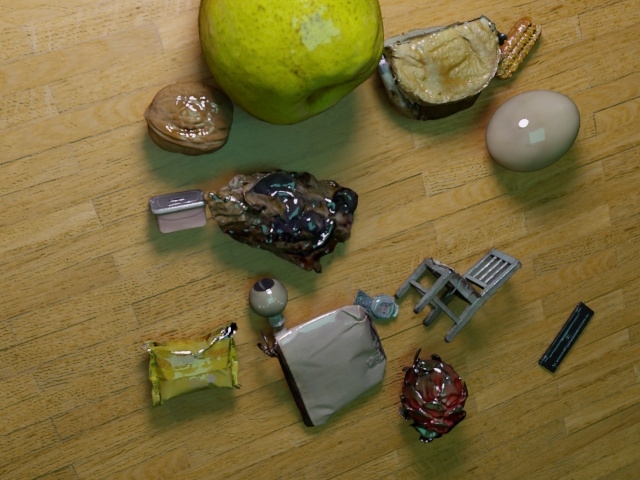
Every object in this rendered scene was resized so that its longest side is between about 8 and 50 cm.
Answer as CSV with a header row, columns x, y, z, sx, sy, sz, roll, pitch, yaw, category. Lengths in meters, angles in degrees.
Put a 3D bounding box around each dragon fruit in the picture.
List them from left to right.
x,y,z,sx,sy,sz,roll,pitch,yaw,category
0.281,0.389,1.801,0.182,0.182,0.189,-11,123,-15,dragon fruit

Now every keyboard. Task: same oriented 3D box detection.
x,y,z,sx,sy,sz,roll,pitch,yaw,category
0.677,0.266,1.977,0.061,0.013,0.204,34,90,-21,keyboard

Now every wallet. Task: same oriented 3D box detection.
x,y,z,sx,sy,sz,roll,pitch,yaw,category
0.021,0.290,1.730,0.274,0.068,0.335,-27,125,-8,wallet

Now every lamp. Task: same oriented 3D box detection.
x,y,z,sx,sy,sz,roll,pitch,yaw,category
-0.112,0.167,1.678,0.090,0.091,0.163,-21,123,-12,lamp

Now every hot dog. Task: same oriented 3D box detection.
x,y,z,sx,sy,sz,roll,pitch,yaw,category
0.466,-0.460,1.730,0.071,0.045,0.165,36,89,-23,hot dog

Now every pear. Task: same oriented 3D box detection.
x,y,z,sx,sy,sz,roll,pitch,yaw,category
-0.064,-0.437,1.417,0.390,0.391,0.392,-4,103,-16,pear

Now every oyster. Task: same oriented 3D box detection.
x,y,z,sx,sy,sz,roll,pitch,yaw,category
-0.075,-0.078,1.592,0.361,0.096,0.222,24,70,-26,oyster

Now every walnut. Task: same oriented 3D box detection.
x,y,z,sx,sy,sz,roll,pitch,yaw,category
-0.274,-0.251,1.493,0.184,0.155,0.156,4,101,-16,walnut

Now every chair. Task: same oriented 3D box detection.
x,y,z,sx,sy,sz,roll,pitch,yaw,category
0.333,0.095,1.765,0.270,0.136,0.147,-47,112,-1,chair

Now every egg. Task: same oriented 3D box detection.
x,y,z,sx,sy,sz,roll,pitch,yaw,category
0.507,-0.262,1.712,0.241,0.186,0.186,-25,108,-12,egg

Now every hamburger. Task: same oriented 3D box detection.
x,y,z,sx,sy,sz,roll,pitch,yaw,category
0.277,-0.385,1.641,0.308,0.132,0.211,-19,108,-12,hamburger

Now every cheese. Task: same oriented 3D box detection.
x,y,z,sx,sy,sz,roll,pitch,yaw,category
0.138,0.162,1.778,0.120,0.026,0.067,16,97,-19,cheese

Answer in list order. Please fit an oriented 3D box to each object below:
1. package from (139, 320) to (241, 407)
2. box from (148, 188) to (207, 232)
x,y,z,sx,sy,sz,roll,pitch,yaw,category
-0.290,0.281,1.638,0.226,0.090,0.169,-9,102,-18,package
-0.305,-0.063,1.560,0.122,0.089,0.062,-10,115,-15,box
